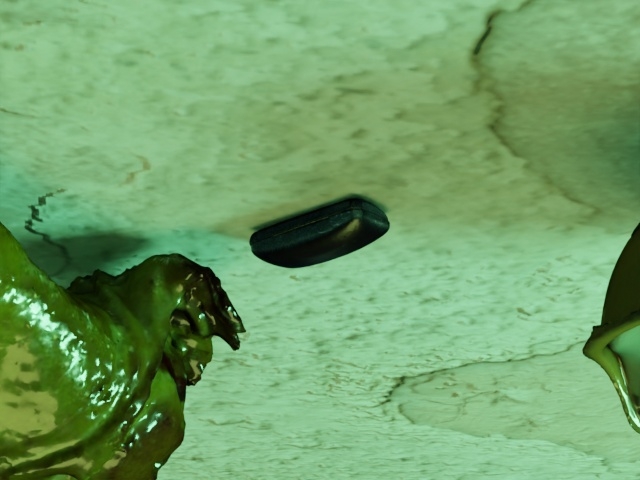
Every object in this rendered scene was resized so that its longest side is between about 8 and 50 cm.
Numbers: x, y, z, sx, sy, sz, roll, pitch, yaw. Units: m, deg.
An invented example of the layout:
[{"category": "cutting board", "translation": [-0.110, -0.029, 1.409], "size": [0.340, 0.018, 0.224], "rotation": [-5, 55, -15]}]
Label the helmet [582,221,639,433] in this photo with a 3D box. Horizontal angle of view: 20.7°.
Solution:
[{"category": "helmet", "translation": [0.235, 0.023, 0.826], "size": [0.224, 0.130, 0.198], "rotation": [25, 147, -26]}]

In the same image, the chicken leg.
[{"category": "chicken leg", "translation": [-0.147, 0.052, 0.934], "size": [0.212, 0.140, 0.361], "rotation": [-18, 149, -13]}]

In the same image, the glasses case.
[{"category": "glasses case", "translation": [0.000, 0.000, 0.934], "size": [0.083, 0.023, 0.033], "rotation": [-17, 150, 42]}]
